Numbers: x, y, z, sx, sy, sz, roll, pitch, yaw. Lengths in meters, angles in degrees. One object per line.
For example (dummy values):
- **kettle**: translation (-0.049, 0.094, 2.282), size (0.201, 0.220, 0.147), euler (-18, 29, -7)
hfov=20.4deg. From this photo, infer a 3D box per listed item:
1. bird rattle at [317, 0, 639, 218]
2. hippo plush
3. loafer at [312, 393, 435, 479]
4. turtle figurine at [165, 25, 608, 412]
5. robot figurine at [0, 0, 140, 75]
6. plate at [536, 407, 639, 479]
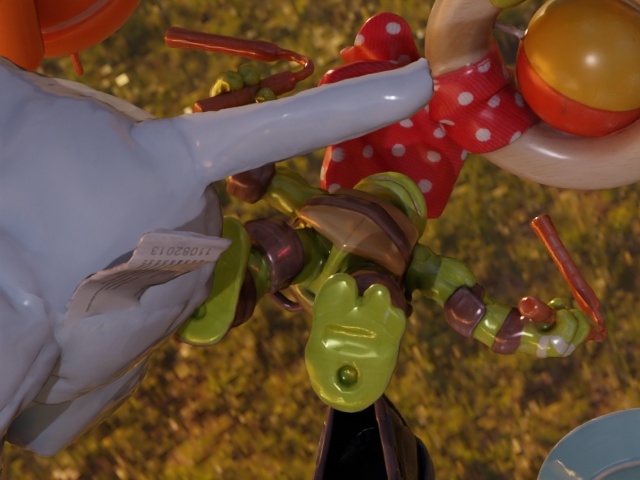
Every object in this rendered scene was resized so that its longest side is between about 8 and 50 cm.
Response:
- **bird rattle**: translation (0.113, -0.100, 0.965), size (0.207, 0.253, 0.143), euler (24, 30, 4)
- **hippo plush**: translation (-0.171, -0.021, 0.613), size (0.236, 0.294, 0.234), euler (50, 51, 4)
- **loafer**: translation (0.018, 0.215, 1.194), size (0.109, 0.095, 0.302), euler (-12, 34, 15)
- **turtle figurine**: translation (0.000, 0.000, 0.828), size (0.269, 0.217, 0.087), euler (37, 112, 6)
- **robot figurine**: translation (-0.175, -0.188, 1.024), size (0.128, 0.219, 0.158), euler (-41, 57, -6)
- **plate**: translation (0.243, 0.197, 1.254), size (0.188, 0.188, 0.024), euler (-6, 32, 21)
